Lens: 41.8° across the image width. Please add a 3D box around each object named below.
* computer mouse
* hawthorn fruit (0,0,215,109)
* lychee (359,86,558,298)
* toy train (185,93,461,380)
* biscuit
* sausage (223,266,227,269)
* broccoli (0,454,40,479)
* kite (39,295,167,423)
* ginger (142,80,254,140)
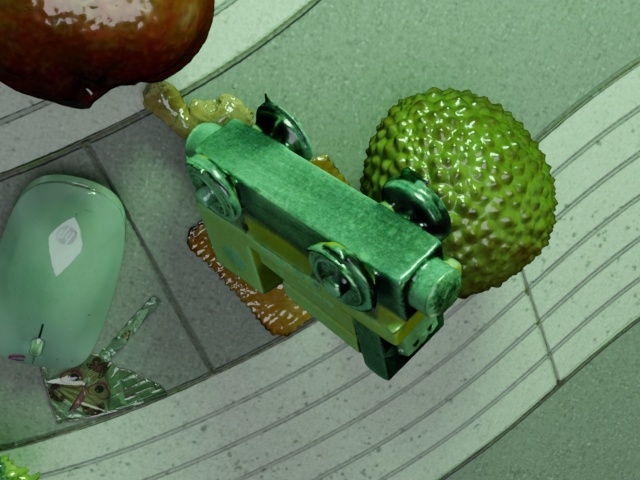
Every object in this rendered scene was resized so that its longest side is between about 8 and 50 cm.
[{"bbox_3d":[-0.353,0.051,1.116,0.159,0.097,0.288,15,105,-19],"label":"computer mouse"},{"bbox_3d":[-0.250,-0.295,0.918,0.295,0.295,0.311,24,81,-20],"label":"hawthorn fruit"},{"bbox_3d":[0.177,-0.055,1.103,0.320,0.270,0.270,37,100,-28],"label":"lychee"},{"bbox_3d":[0.000,0.000,0.999,0.160,0.397,0.253,-43,146,-23],"label":"toy train"},{"bbox_3d":[-0.038,0.003,1.215,0.237,0.013,0.232,-39,114,3],"label":"biscuit"},{"bbox_3d":[-0.033,-0.004,1.189,0.223,0.029,0.029,-22,115,-4],"label":"sausage"},{"bbox_3d":[-0.511,0.447,1.178,0.353,0.275,0.397,-20,117,45],"label":"broccoli"},{"bbox_3d":[-0.318,0.175,1.225,0.229,0.012,0.250,35,100,-24],"label":"kite"},{"bbox_3d":[-0.149,-0.162,1.092,0.165,0.067,0.096,35,124,-23],"label":"ginger"}]
